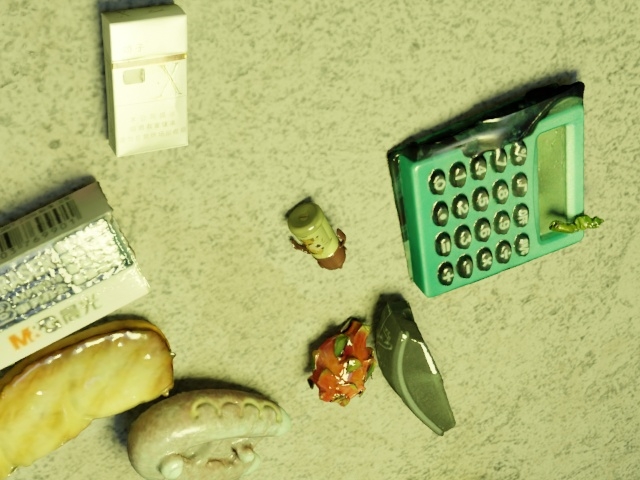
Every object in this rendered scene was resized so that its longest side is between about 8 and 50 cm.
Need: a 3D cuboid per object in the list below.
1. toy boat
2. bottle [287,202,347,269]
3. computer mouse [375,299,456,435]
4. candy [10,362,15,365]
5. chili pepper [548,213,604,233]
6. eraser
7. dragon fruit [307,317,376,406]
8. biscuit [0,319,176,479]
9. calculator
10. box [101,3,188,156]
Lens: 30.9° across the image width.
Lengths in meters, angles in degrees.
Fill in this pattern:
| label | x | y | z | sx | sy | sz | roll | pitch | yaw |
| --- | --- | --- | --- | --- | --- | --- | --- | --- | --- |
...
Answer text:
| label | x | y | z | sx | sy | sz | roll | pitch | yaw |
| --- | --- | --- | --- | --- | --- | --- | --- | --- | --- |
| toy boat | -0.141 | 0.266 | 1.485 | 0.227 | 0.085 | 0.155 | 12 | 128 | -42 |
| bottle | 0.001 | 0.000 | 1.432 | 0.047 | 0.063 | 0.101 | -59 | 138 | -23 |
| computer mouse | 0.120 | 0.178 | 1.569 | 0.071 | 0.126 | 0.231 | -22 | 131 | 0 |
| candy | -0.392 | 0.138 | 1.340 | 0.083 | 0.023 | 0.025 | -9 | 165 | -13 |
| chili pepper | 0.341 | -0.020 | 1.543 | 0.083 | 0.022 | 0.027 | -6 | 124 | -24 |
| eraser | -0.341 | 0.059 | 1.269 | 0.287 | 0.086 | 0.130 | -26 | 128 | -9 |
| dragon fruit | 0.032 | 0.159 | 1.534 | 0.086 | 0.081 | 0.116 | 16 | 89 | -37 |
| biscuit | -0.317 | 0.190 | 1.394 | 0.299 | 0.045 | 0.154 | -27 | 132 | -8 |
| calculator | 0.228 | -0.061 | 1.503 | 0.274 | 0.058 | 0.248 | -20 | 128 | -14 |
| box | -0.185 | -0.169 | 1.227 | 0.083 | 0.040 | 0.154 | -10 | 126 | -20 |
